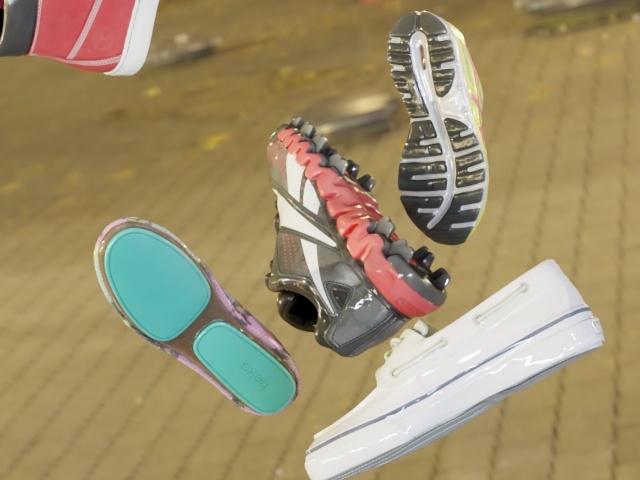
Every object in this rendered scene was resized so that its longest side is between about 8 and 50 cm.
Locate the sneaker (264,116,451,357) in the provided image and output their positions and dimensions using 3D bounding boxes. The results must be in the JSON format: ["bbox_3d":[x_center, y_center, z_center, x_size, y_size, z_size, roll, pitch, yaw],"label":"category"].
[{"bbox_3d":[0.000,0.000,1.555,0.135,0.097,0.276,-45,42,10],"label":"sneaker"}]

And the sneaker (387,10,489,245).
[{"bbox_3d":[0.116,-0.101,1.595,0.081,0.208,0.094,-2,8,22],"label":"sneaker"}]

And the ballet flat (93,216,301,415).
[{"bbox_3d":[-0.101,0.054,1.405,0.077,0.221,0.079,-44,28,4],"label":"ballet flat"}]

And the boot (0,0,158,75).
[{"bbox_3d":[-0.225,-0.278,1.628,0.176,0.244,0.088,6,11,-36],"label":"boot"}]

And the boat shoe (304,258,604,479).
[{"bbox_3d":[0.082,0.090,1.237,0.226,0.076,0.083,-28,-14,7],"label":"boat shoe"}]
